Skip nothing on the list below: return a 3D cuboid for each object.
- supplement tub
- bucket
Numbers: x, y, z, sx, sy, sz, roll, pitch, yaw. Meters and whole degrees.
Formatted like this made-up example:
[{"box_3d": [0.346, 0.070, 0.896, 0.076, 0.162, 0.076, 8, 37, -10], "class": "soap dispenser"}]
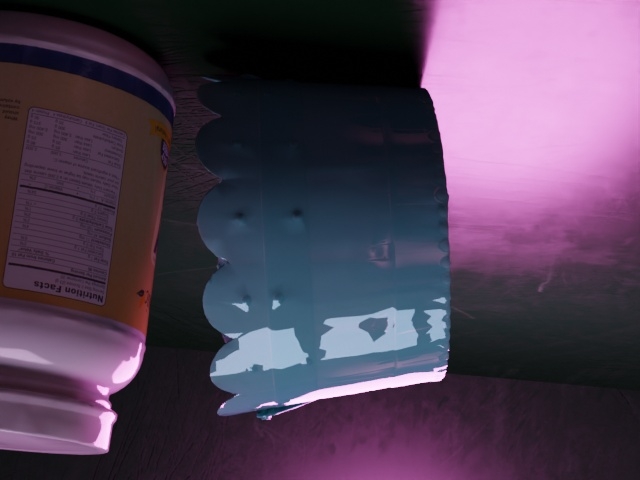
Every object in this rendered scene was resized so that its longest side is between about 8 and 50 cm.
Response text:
[{"box_3d": [-0.244, 0.002, 0.992, 0.228, 0.316, 0.228, 5, 166, 1], "class": "supplement tub"}, {"box_3d": [0.000, 0.000, 1.006, 0.183, 0.281, 0.281, -3, 165, -2], "class": "bucket"}]
